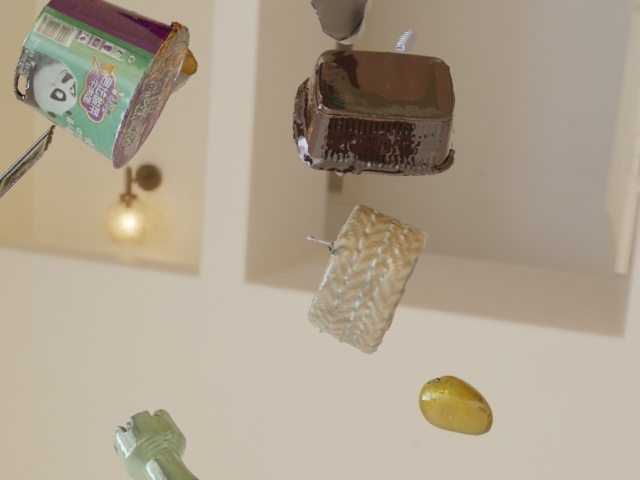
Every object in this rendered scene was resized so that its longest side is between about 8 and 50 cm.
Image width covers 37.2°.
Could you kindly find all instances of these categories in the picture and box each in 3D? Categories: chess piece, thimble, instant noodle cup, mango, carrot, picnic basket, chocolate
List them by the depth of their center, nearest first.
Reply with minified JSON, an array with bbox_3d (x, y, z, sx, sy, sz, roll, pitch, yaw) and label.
[{"bbox_3d":[-0.343,-0.261,1.470,0.190,0.251,0.251,27,-169,-2],"label":"instant noodle cup"},{"bbox_3d":[0.077,0.061,1.606,0.148,0.229,0.196,26,-140,6],"label":"thimble"},{"bbox_3d":[0.102,-0.232,1.667,0.296,0.223,0.129,3,151,-4],"label":"picnic basket"},{"bbox_3d":[-0.255,0.437,1.674,0.194,0.195,0.299,-4,-145,-36],"label":"chess piece"},{"bbox_3d":[-0.281,-0.306,1.726,0.082,0.082,0.173,-3,171,-33],"label":"carrot"},{"bbox_3d":[0.047,-0.467,1.968,0.125,0.149,0.080,8,170,22],"label":"chocolate"},{"bbox_3d":[0.335,0.412,2.343,0.195,0.137,0.098,33,-165,-1],"label":"mango"}]

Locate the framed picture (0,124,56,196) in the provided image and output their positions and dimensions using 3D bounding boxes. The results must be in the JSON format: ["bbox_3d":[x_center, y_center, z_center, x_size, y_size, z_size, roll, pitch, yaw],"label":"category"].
[{"bbox_3d":[-0.666,-0.164,2.119,0.010,0.195,0.199,43,-170,-24],"label":"framed picture"}]

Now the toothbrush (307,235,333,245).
[{"bbox_3d":[0.000,0.000,1.653,0.008,0.006,0.097,-18,-166,-23],"label":"toothbrush"}]

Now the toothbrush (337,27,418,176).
[{"bbox_3d":[0.108,-0.278,1.873,0.029,0.354,0.024,13,158,40],"label":"toothbrush"}]
